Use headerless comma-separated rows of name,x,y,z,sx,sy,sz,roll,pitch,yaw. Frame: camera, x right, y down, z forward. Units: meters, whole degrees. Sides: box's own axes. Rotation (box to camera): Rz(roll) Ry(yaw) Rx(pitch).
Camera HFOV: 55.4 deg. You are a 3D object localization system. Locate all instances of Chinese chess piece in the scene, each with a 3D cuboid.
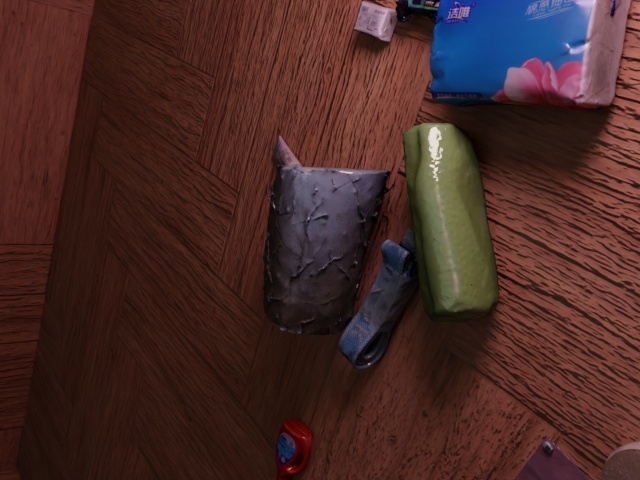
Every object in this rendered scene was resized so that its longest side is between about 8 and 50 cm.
Chinese chess piece,0.454,0.340,0.840,0.122,0.051,0.122,2,93,50

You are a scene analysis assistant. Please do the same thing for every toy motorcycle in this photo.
toy motorcycle,0.209,-0.442,1.116,0.173,0.058,0.100,29,104,43

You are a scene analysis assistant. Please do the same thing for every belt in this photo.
belt,0.123,0.118,1.182,0.072,0.087,0.302,49,124,45

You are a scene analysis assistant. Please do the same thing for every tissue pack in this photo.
tissue pack,0.113,-0.442,1.232,0.083,0.042,0.062,36,114,42
tissue pack,0.311,-0.311,0.939,0.269,0.137,0.209,17,101,48

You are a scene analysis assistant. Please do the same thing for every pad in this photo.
pad,0.357,0.423,0.979,0.113,0.006,0.188,45,122,38

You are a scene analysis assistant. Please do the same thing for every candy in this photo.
candy,0.214,-0.031,1.046,0.132,0.142,0.343,-22,72,59

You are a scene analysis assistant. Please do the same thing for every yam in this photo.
yam,0.000,0.000,1.231,0.241,0.241,0.348,28,113,45

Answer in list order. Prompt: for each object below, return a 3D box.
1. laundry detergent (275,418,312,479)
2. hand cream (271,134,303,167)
laundry detergent,-0.068,0.506,1.425,0.097,0.049,0.165,30,114,40
hand cream,-0.081,-0.193,1.458,0.143,0.039,0.061,56,135,44
